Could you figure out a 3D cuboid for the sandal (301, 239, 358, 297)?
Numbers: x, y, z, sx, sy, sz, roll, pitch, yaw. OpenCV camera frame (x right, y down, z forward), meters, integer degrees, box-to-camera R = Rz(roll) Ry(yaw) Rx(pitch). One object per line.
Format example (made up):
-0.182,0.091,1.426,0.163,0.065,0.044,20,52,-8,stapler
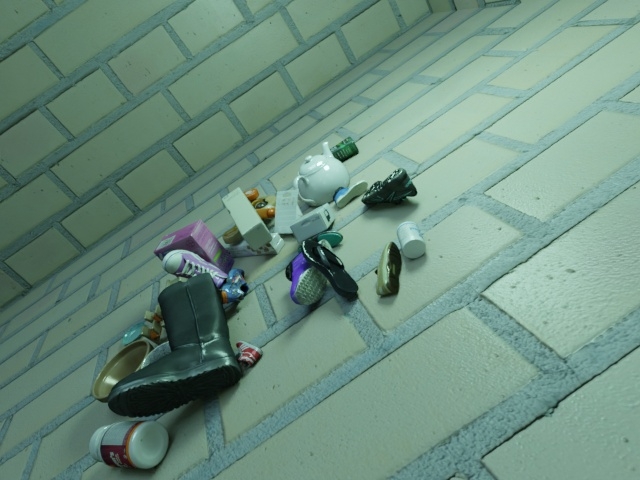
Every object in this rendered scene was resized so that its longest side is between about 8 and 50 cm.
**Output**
0.035,0.073,1.397,0.097,0.054,0.254,-9,42,-41,sandal

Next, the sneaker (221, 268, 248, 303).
-0.310,0.175,1.704,0.087,0.083,0.221,3,25,0,sneaker

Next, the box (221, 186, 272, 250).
-0.300,-0.091,1.837,0.094,0.113,0.275,-35,45,-3,box

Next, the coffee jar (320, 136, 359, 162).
0.087,-0.417,2.175,0.184,0.079,0.096,-31,28,7,coffee jar

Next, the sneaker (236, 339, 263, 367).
-0.234,0.347,1.381,0.118,0.042,0.067,3,42,46,sneaker

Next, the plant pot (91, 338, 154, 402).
-0.655,0.470,1.569,0.237,0.109,0.237,-25,29,15,plant pot

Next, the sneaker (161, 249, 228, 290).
-0.446,0.119,1.706,0.161,0.282,0.102,24,89,36,sneaker

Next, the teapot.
-0.011,-0.279,1.955,0.253,0.187,0.256,-34,29,2,teapot

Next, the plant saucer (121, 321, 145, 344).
-0.781,0.396,1.909,0.119,0.021,0.119,-26,29,16,plant saucer

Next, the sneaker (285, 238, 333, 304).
-0.059,0.118,1.493,0.146,0.102,0.293,-18,25,28,sneaker

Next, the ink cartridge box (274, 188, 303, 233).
-0.129,-0.115,1.870,0.145,0.045,0.179,0,83,47,ink cartridge box

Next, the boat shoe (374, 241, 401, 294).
0.188,0.080,1.324,0.072,0.068,0.190,-30,26,34,boat shoe

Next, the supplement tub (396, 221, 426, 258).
0.270,-0.003,1.354,0.071,0.071,0.107,-27,30,13,supplement tub

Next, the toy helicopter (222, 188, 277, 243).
-0.299,-0.096,2.015,0.235,0.140,0.355,1,36,32,toy helicopter

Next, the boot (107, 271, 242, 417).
-0.470,0.301,1.428,0.367,0.146,0.445,-10,39,-19,boot

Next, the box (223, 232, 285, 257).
-0.287,0.022,1.914,0.324,0.063,0.067,-6,38,42,box

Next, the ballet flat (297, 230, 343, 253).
0.000,0.000,1.646,0.188,0.070,0.070,-19,32,24,ballet flat

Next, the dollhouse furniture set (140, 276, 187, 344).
-0.544,0.265,1.789,0.262,0.135,0.259,-27,40,14,dollhouse furniture set

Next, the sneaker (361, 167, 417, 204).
0.239,-0.164,1.617,0.101,0.106,0.267,-54,13,-23,sneaker

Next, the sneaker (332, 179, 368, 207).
0.115,-0.203,1.836,0.152,0.058,0.084,-40,37,3,sneaker

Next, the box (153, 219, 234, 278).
-0.529,0.067,1.911,0.214,0.243,0.117,-21,32,23,box

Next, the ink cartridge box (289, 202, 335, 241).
-0.027,-0.068,1.709,0.128,0.072,0.175,-25,9,17,ink cartridge box

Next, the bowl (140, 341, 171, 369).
-0.491,0.417,1.490,0.170,0.080,0.170,-12,35,8,bowl

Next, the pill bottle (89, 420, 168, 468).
-0.544,0.574,1.279,0.221,0.121,0.121,-16,33,31,pill bottle
